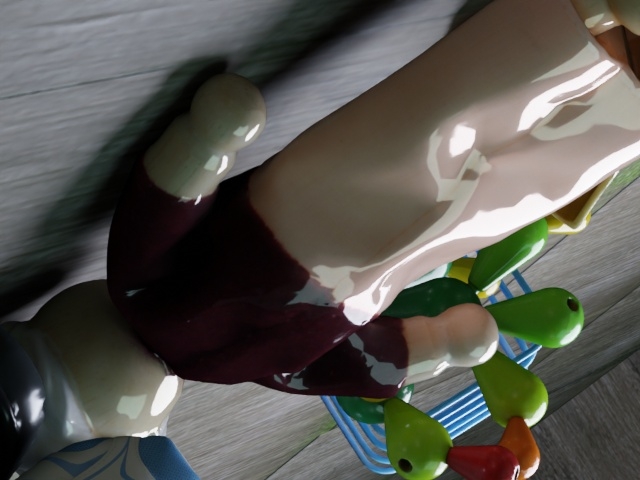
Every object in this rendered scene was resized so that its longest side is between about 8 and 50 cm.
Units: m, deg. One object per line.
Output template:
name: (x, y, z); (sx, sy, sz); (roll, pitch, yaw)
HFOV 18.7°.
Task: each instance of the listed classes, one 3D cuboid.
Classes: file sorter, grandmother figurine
file sorter: (0.055, 0.060, 1.133); (0.118, 0.104, 0.170); (-30, 168, -10)
grandmother figurine: (0.000, 0.000, 0.773); (0.342, 0.104, 0.208); (-31, 126, 18)

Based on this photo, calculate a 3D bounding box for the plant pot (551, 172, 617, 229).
plant pot: (0.113, -0.071, 0.853); (0.083, 0.081, 0.081); (-49, 173, -19)

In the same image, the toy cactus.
toy cactus: (0.033, 0.032, 0.926); (0.181, 0.219, 0.112); (0, 137, 15)

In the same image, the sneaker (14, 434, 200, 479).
sneaker: (-0.096, 0.162, 0.792); (0.086, 0.085, 0.237); (-18, 150, -27)

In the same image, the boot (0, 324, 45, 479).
boot: (-0.217, 0.146, 0.736); (0.207, 0.094, 0.246); (-41, 169, -41)
